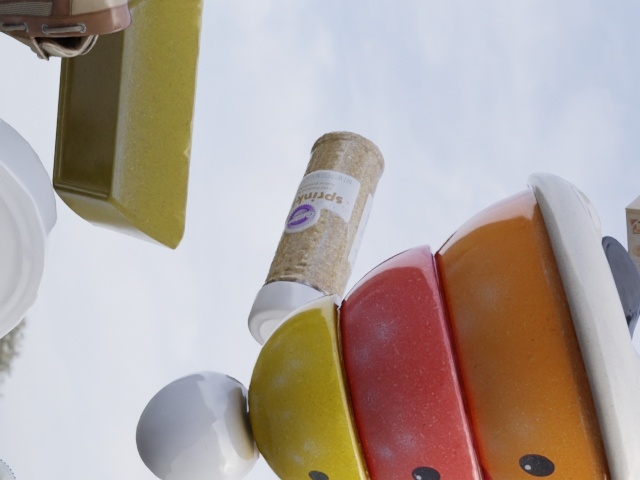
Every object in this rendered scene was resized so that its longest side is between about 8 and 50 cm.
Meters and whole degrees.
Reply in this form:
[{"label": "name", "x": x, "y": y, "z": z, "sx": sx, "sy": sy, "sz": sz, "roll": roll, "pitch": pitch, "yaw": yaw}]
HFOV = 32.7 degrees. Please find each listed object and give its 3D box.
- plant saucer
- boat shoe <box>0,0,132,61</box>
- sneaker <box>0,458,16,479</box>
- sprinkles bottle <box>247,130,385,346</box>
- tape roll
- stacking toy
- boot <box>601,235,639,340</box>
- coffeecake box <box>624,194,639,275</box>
[{"label": "plant saucer", "x": -0.263, "y": -0.171, "z": 1.393, "sx": 0.333, "sy": 0.081, "sz": 0.333, "roll": 12, "pitch": -82, "yaw": 59}, {"label": "boat shoe", "x": -0.307, "y": -0.254, "z": 1.207, "sx": 0.324, "sy": 0.123, "sz": 0.116, "roll": 4, "pitch": -64, "yaw": 57}, {"label": "sneaker", "x": -0.511, "y": 0.329, "z": 1.577, "sx": 0.161, "sy": 0.075, "sz": 0.057, "roll": 45, "pitch": -57, "yaw": 13}, {"label": "sprinkles bottle", "x": 0.000, "y": 0.000, "z": 1.584, "sx": 0.121, "sy": 0.121, "sz": 0.355, "roll": 107, "pitch": 1, "yaw": -51}, {"label": "tape roll", "x": -0.435, "y": -0.014, "z": 1.182, "sx": 0.100, "sy": 0.286, "sz": 0.286, "roll": -102, "pitch": -168, "yaw": -62}, {"label": "stacking toy", "x": 0.057, "y": 0.154, "z": 1.046, "sx": 0.350, "sy": 0.480, "sz": 0.351, "roll": -14, "pitch": 90, "yaw": -81}, {"label": "boot", "x": 0.340, "y": 0.126, "z": 1.613, "sx": 0.280, "sy": 0.096, "sz": 0.264, "roll": -2, "pitch": -70, "yaw": 46}, {"label": "coffeecake box", "x": 0.605, "y": 0.003, "z": 1.937, "sx": 0.068, "sy": 0.142, "sz": 0.185, "roll": 10, "pitch": -60, "yaw": 39}]
